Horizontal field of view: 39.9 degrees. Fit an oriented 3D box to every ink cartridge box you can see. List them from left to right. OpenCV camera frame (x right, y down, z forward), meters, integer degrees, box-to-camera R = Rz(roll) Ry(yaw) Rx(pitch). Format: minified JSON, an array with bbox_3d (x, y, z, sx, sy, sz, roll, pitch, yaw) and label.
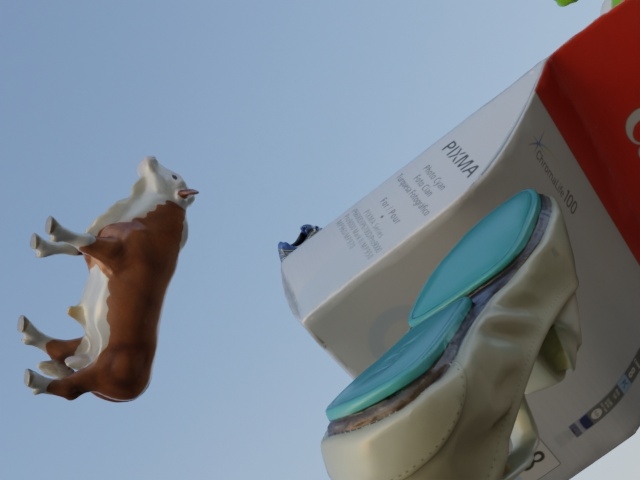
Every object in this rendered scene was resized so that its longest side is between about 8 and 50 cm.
[{"bbox_3d":[0.209,0.021,0.686,0.385,0.091,0.308,-37,-58,8],"label":"ink cartridge box"}]

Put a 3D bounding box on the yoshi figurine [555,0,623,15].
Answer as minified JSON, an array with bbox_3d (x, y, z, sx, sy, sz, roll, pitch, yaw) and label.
[{"bbox_3d":[0.504,-0.451,1.480,0.203,0.362,0.203,-24,-1,-23],"label":"yoshi figurine"}]

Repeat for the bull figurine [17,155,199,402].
[{"bbox_3d":[-0.250,0.049,1.055,0.188,0.101,0.310,5,-85,-33],"label":"bull figurine"}]

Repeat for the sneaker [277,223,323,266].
[{"bbox_3d":[0.000,0.000,1.247,0.135,0.052,0.058,-25,-82,-21],"label":"sneaker"}]

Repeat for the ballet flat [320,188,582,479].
[{"bbox_3d":[0.076,0.052,0.403,0.248,0.086,0.086,-40,-29,-55],"label":"ballet flat"}]
